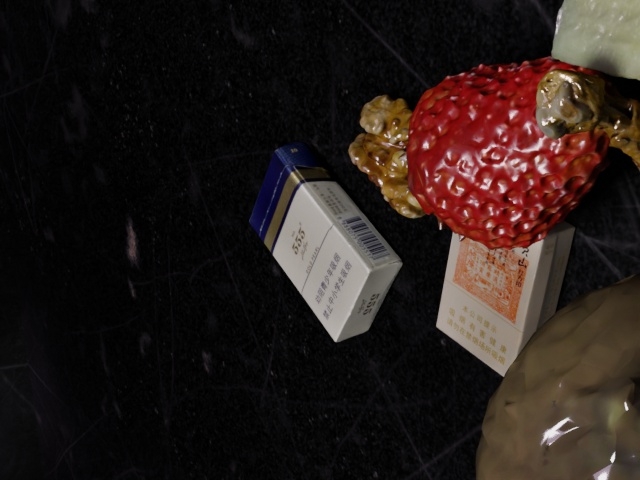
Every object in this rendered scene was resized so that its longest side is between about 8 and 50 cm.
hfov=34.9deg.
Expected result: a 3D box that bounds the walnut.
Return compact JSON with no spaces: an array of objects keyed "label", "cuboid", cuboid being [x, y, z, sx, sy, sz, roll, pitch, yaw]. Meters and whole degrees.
[{"label":"walnut","cuboid":[0.097,-0.104,1.314,0.170,0.069,0.143,45,135,33]}]

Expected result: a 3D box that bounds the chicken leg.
[{"label":"chicken leg","cuboid":[0.296,-0.088,0.898,0.087,0.251,0.107,-30,46,55]}]

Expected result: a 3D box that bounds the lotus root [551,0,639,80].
[{"label":"lotus root","cuboid":[0.346,-0.255,0.822,0.260,0.149,0.267,30,120,50]}]

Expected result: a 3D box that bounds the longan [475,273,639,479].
[{"label":"longan","cuboid":[0.311,0.219,0.857,0.391,0.391,0.391,27,124,48]}]

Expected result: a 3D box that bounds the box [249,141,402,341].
[{"label":"box","cuboid":[0.000,0.000,1.493,0.259,0.071,0.168,54,141,28]}]

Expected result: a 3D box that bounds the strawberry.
[{"label":"strawberry","cuboid":[0.208,-0.101,1.031,0.244,0.205,0.205,-32,76,57]}]

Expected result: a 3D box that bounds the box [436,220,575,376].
[{"label":"box","cuboid":[0.216,0.048,1.211,0.141,0.058,0.201,38,131,42]}]
